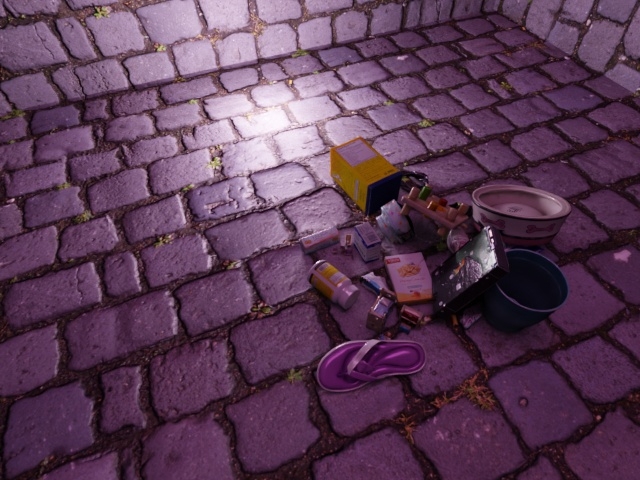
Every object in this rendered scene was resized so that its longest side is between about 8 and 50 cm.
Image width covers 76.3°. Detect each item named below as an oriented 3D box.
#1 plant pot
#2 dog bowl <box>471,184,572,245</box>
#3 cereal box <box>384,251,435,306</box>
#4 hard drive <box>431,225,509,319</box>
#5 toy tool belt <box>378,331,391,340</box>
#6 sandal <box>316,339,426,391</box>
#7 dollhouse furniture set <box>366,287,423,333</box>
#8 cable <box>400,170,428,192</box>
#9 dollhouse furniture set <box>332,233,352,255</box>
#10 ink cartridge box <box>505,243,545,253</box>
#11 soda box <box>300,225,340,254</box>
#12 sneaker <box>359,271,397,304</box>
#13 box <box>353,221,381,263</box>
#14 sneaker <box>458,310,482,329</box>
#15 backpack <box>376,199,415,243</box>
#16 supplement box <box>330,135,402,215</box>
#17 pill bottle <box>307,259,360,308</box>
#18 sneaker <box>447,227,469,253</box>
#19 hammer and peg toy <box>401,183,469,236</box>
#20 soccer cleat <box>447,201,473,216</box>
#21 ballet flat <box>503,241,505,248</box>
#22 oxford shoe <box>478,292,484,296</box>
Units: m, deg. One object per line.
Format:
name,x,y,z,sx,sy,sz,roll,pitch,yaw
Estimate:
plant pot,0.755,0.217,1.564,0.271,0.255,0.272,1,50,-1
dog bowl,0.880,-0.115,1.829,0.407,0.151,0.408,0,28,0
cereal box,0.385,0.164,1.752,0.172,0.047,0.240,-7,51,-6
hard drive,0.561,0.124,1.565,0.064,0.339,0.237,27,40,-12
toy tool belt,0.242,0.386,1.573,0.051,0.052,0.083,17,52,5
sandal,0.188,0.434,1.468,0.415,0.102,0.170,-12,78,-9
dollhouse furniture set,0.292,0.299,1.592,0.183,0.129,0.129,24,55,19
cable,0.475,-0.308,2.145,0.184,0.047,0.151,15,58,10
dollhouse furniture set,0.107,-0.002,1.873,0.090,0.081,0.114,5,51,5
ink cartridge box,0.830,0.020,1.810,0.223,0.045,0.224,-23,34,-20
soda box,0.000,0.000,1.887,0.183,0.063,0.058,-21,53,-16
sneaker,0.260,0.196,1.719,0.082,0.071,0.190,-31,56,-28
box,0.208,0.011,1.824,0.072,0.137,0.126,-20,53,-13
sneaker,0.597,0.305,1.638,0.098,0.038,0.069,-30,57,-22
backpack,0.340,-0.087,1.869,0.144,0.188,0.166,-24,54,2
supplement box,0.221,-0.333,2.070,0.194,0.195,0.357,-26,55,-19
pill bottle,0.055,0.184,1.699,0.119,0.119,0.208,-38,59,-26
sneaker,0.637,0.031,1.813,0.102,0.111,0.252,-2,50,0
hammer and peg toy,0.535,-0.146,1.812,0.265,0.127,0.361,34,27,23
soccer cleat,0.687,-0.154,1.989,0.178,0.072,0.060,-3,51,-1
ballet flat,0.683,0.095,1.709,0.247,0.087,0.083,-36,38,-18
oxford shoe,0.633,0.195,1.709,0.212,0.076,0.076,-7,42,-4
